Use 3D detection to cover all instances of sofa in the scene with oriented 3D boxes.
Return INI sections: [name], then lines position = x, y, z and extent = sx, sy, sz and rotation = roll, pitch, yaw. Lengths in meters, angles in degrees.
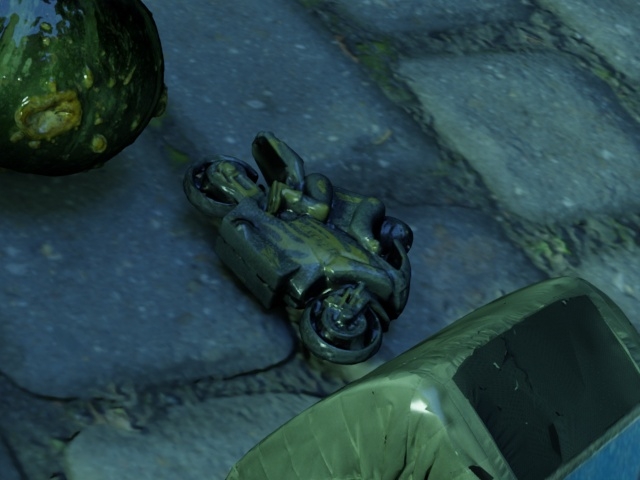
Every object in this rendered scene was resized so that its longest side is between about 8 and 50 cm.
[sofa]
position = 0.101, 0.158, 1.112
extent = 0.210, 0.176, 0.225
rotation = -30, 85, -47

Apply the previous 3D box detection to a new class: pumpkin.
[pumpkin]
position = -0.196, -0.117, 1.293
extent = 0.190, 0.146, 0.190
rotation = -2, 11, 0

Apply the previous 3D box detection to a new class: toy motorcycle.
[toy motorcycle]
position = 0.000, 0.000, 1.296
extent = 0.124, 0.061, 0.193
rotation = -19, 54, -34

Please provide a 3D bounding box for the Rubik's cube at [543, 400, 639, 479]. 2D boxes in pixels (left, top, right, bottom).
[Rubik's cube]
position = 0.225, 0.219, 0.857
extent = 0.255, 0.259, 0.260
rotation = 10, 66, -15
